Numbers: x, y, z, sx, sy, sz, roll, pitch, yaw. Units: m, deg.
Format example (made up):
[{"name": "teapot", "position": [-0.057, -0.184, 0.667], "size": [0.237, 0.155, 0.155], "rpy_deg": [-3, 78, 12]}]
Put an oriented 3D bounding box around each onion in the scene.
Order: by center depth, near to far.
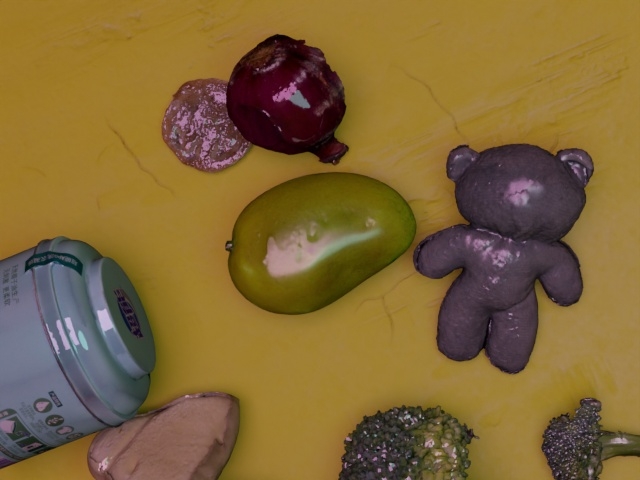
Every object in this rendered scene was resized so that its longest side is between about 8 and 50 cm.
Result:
[{"name": "onion", "position": [-0.040, -0.181, 1.851], "size": [0.140, 0.195, 0.218], "rpy_deg": [-47, 124, -23]}]

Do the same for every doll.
[{"name": "doll", "position": [0.256, 0.014, 1.816], "size": [0.246, 0.158, 0.340], "rpy_deg": [7, 115, 3]}]

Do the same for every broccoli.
[{"name": "broccoli", "position": [0.155, 0.409, 1.732], "size": [0.302, 0.249, 0.375], "rpy_deg": [-6, 79, 11]}, {"name": "broccoli", "position": [0.413, 0.291, 1.783], "size": [0.204, 0.118, 0.122], "rpy_deg": [-1, 64, -5]}]

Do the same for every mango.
[{"name": "mango", "position": [-0.007, -0.005, 1.838], "size": [0.273, 0.149, 0.185], "rpy_deg": [-32, 75, -1]}]

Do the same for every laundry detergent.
[{"name": "laundry detergent", "position": [-0.409, 0.160, 1.814], "size": [0.305, 0.287, 0.287], "rpy_deg": [-22, 83, 6]}]

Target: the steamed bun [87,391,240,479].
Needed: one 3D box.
[{"name": "steamed bun", "position": [-0.226, 0.323, 1.855], "size": [0.212, 0.110, 0.231], "rpy_deg": [5, 42, 30]}]

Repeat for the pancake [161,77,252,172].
[{"name": "pancake", "position": [-0.167, -0.178, 1.935], "size": [0.151, 0.025, 0.152], "rpy_deg": [-1, 87, 9]}]
